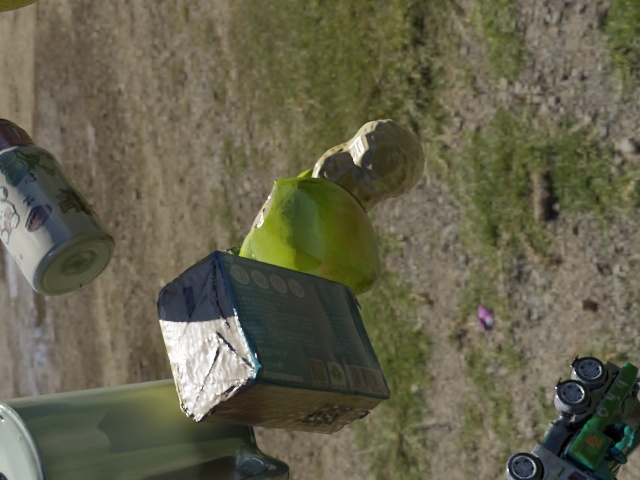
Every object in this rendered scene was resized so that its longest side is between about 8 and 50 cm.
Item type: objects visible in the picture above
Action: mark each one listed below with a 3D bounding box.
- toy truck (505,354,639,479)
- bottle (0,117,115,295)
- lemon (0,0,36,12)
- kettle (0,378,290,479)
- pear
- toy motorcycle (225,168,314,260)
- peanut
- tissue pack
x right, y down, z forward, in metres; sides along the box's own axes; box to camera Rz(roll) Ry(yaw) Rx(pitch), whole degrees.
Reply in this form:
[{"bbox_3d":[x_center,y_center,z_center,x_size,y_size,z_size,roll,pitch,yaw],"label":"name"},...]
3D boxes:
[{"bbox_3d":[0.453,0.354,1.613,0.178,0.363,0.177,32,150,27],"label":"toy truck"},{"bbox_3d":[-0.378,-0.054,1.218,0.253,0.120,0.120,49,139,22],"label":"bottle"},{"bbox_3d":[-0.594,-0.571,1.639,0.350,0.387,0.350,160,90,-90],"label":"lemon"},{"bbox_3d":[-0.233,0.268,1.132,0.265,0.318,0.205,-31,69,38],"label":"kettle"},{"bbox_3d":[0.000,0.000,1.486,0.188,0.219,0.187,-61,12,22],"label":"pear"},{"bbox_3d":[-0.066,-0.001,1.924,0.142,0.342,0.206,50,153,-19],"label":"toy motorcycle"},{"bbox_3d":[0.085,-0.124,1.769,0.233,0.197,0.110,-30,54,13],"label":"peanut"},{"bbox_3d":[-0.059,0.138,1.199,0.134,0.270,0.192,-38,55,25],"label":"tissue pack"}]
